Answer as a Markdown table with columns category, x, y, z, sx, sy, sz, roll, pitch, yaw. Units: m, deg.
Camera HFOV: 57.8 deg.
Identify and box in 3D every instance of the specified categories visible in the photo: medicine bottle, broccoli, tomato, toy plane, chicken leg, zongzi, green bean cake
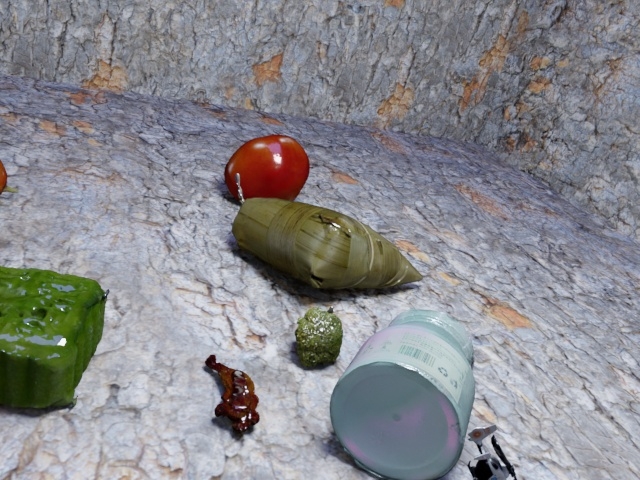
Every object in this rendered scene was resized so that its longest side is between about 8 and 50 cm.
| category | x | y | z | sx | sy | sz | roll | pitch | yaw |
| --- | --- | --- | --- | --- | --- | --- | --- | --- | --- |
| medicine bottle | 0.178 | 0.276 | 1.117 | 0.245 | 0.245 | 0.290 | 22 | 24 | 16 |
| broccoli | -0.007 | 0.216 | 1.300 | 0.130 | 0.131 | 0.120 | -15 | -3 | -44 |
| tomato | -0.177 | -0.227 | 1.994 | 0.298 | 0.298 | 0.226 | -6 | 72 | -37 |
| toy plane | 0.301 | 0.403 | 1.033 | 0.078 | 0.197 | 0.053 | -21 | 23 | 10 |
| chicken leg | -0.168 | 0.290 | 1.122 | 0.089 | 0.048 | 0.219 | 7 | 25 | -22 |
| zongzi | -0.008 | 0.021 | 1.714 | 0.500 | 0.218 | 0.467 | 21 | -3 | 42 |
| green bean cake | -0.539 | 0.167 | 1.053 | 0.247 | 0.156 | 0.250 | 10 | 25 | -6 |

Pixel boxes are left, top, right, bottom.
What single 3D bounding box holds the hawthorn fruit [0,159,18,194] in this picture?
| category | x | y | z | sx | sy | sz | roll | pitch | yaw |
| --- | --- | --- | --- | --- | --- | --- | --- | --- | --- |
| hawthorn fruit | -0.940 | -0.180 | 1.556 | 0.251 | 0.199 | 0.199 | 25 | 12 | -41 |
